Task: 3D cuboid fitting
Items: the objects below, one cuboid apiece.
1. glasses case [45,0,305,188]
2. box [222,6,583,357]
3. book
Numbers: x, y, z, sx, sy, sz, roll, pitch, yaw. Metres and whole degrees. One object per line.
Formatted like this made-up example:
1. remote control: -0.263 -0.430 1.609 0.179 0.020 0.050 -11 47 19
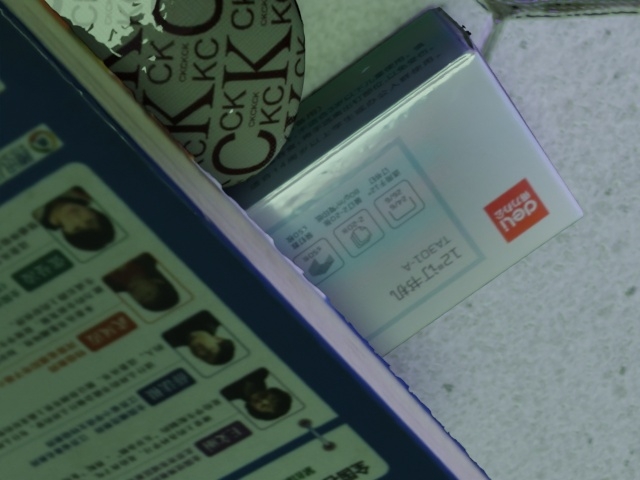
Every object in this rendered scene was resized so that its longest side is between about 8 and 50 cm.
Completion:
1. glasses case: -0.182 -0.093 0.917 0.354 0.085 0.137 -1 118 -14
2. box: 0.000 0.000 1.014 0.269 0.079 0.135 -36 119 5
3. book: -0.139 0.081 0.955 0.300 0.039 0.428 -27 125 22
